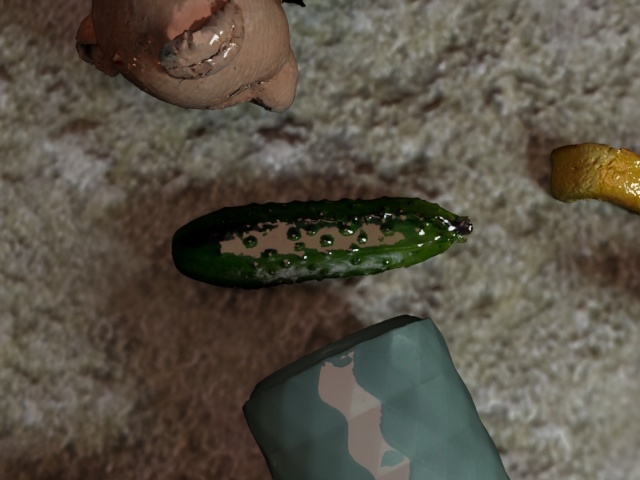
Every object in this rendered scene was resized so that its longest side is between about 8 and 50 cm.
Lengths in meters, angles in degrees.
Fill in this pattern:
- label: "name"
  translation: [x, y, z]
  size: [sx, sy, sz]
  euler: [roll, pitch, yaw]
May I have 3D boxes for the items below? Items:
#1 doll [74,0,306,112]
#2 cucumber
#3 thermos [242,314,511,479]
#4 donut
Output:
- label: "doll"
  translation: [-0.029, -0.197, 0.642]
  size: [0.303, 0.156, 0.201]
  euler: [-39, 35, -19]
- label: "cucumber"
  translation: [0.000, 0.000, 0.622]
  size: [0.227, 0.069, 0.069]
  euler: [-5, 79, 2]
- label: "thermos"
  translation: [0.056, 0.208, 0.542]
  size: [0.182, 0.145, 0.287]
  euler: [-31, 77, 33]
- label: "donut"
  translation: [0.218, -0.041, 0.619]
  size: [0.083, 0.067, 0.038]
  euler: [25, 75, -21]
